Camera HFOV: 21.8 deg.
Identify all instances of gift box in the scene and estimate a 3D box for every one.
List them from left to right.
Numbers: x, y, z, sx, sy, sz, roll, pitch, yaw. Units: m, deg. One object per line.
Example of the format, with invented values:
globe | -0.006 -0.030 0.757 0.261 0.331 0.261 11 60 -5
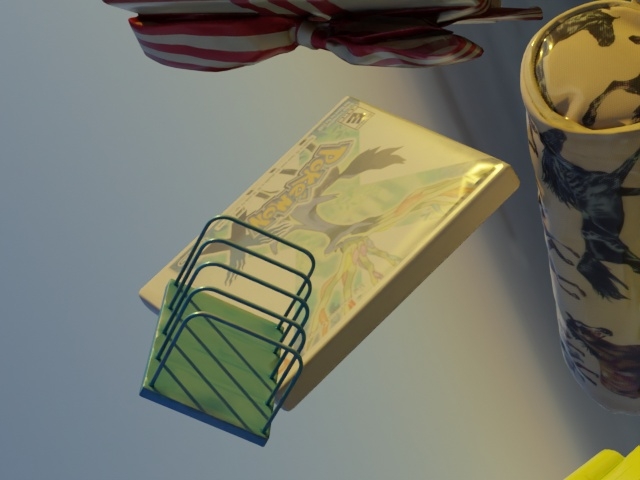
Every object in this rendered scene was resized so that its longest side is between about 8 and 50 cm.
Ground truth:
gift box | 0.010 -0.239 1.079 0.276 0.255 0.258 -6 -84 -74

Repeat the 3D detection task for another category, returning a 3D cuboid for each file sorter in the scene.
file sorter | -0.075 0.073 1.463 0.118 0.104 0.170 23 -149 -10

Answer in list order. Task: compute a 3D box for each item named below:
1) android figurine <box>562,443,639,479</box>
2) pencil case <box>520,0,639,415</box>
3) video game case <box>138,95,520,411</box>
android figurine | 0.288 0.213 1.367 0.248 0.273 0.056 -14 104 55
pencil case | 0.283 -0.028 1.508 0.183 0.160 0.410 -58 -32 -33
video game case | 0.000 0.000 1.715 0.300 0.329 0.036 30 159 53
